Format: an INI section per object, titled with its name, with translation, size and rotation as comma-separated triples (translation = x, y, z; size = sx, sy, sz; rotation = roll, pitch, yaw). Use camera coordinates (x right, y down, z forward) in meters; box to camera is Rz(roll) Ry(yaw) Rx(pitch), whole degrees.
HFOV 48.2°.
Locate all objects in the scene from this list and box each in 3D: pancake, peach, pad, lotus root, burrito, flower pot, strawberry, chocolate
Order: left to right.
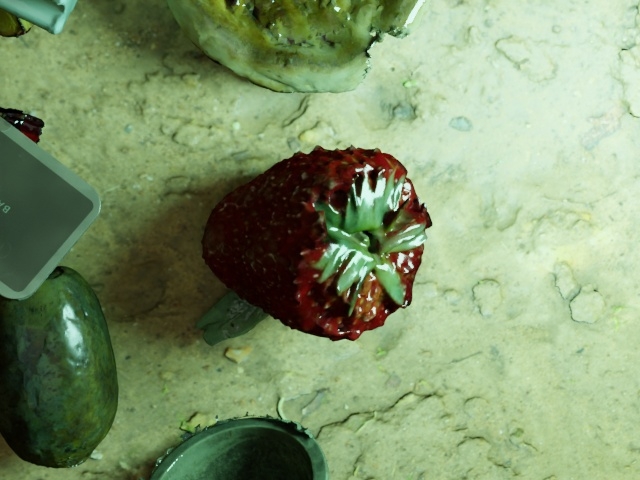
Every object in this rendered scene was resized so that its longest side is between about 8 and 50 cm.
[chocolate]
translation = -0.457, -0.147, 0.923
size = 0.182, 0.028, 0.086
rotation = 18, 101, -16
[pad]
translation = -0.426, -0.063, 0.894
size = 0.266, 0.002, 0.176
rotation = 38, 78, -4
[peach]
translation = -0.392, -0.297, 0.886
size = 0.083, 0.050, 0.077
rotation = 31, 120, -8
[lotus root]
translation = -0.361, 0.174, 0.960
size = 0.160, 0.152, 0.274
rotation = -8, 103, -7
[burrito]
translation = -0.123, 0.111, 1.053
size = 0.118, 0.044, 0.074
rotation = -42, 112, -3
[flower pot]
translation = -0.105, 0.435, 1.043
size = 0.290, 0.290, 0.259
rotation = -18, 121, -7
[pancake]
translation = -0.023, -0.371, 0.907
size = 0.382, 0.071, 0.382
rotation = 0, 91, -10
[strawberry]
translation = -0.003, -0.002, 0.974
size = 0.261, 0.258, 0.261
rotation = -5, 99, -36

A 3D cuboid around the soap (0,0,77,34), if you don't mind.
[soap]
translation = -0.393, -0.371, 0.813
size = 0.265, 0.087, 0.159
rotation = 24, 61, -16
